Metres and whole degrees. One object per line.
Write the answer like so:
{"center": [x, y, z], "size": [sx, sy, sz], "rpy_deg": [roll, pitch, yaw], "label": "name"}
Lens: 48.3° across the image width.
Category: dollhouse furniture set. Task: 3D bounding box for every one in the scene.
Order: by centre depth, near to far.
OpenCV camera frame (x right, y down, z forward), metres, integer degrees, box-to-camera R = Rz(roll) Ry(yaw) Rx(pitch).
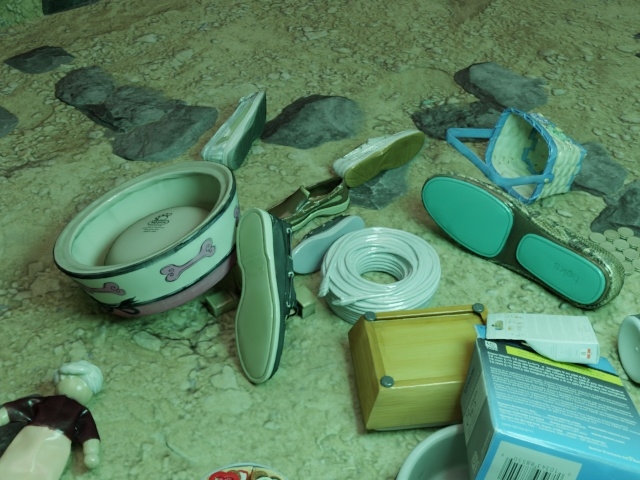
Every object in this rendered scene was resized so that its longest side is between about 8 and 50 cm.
{"center": [-0.126, 0.110, 1.491], "size": [0.182, 0.101, 0.161], "rpy_deg": [-25, 46, -25], "label": "dollhouse furniture set"}

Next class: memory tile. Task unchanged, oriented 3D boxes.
{"center": [0.701, 0.023, 1.641], "size": [0.113, 0.012, 0.148], "rpy_deg": [-12, 40, -12], "label": "memory tile"}

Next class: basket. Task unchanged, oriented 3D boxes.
{"center": [0.485, -0.215, 1.783], "size": [0.289, 0.201, 0.254], "rpy_deg": [-9, 41, -24], "label": "basket"}

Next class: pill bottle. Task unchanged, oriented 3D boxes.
{"center": [0.705, 0.194, 1.346], "size": [0.246, 0.130, 0.130], "rpy_deg": [-5, 40, -4], "label": "pill bottle"}

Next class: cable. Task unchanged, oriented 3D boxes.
{"center": [0.128, 0.076, 1.537], "size": [0.257, 0.089, 0.257], "rpy_deg": [3, 40, 4], "label": "cable"}

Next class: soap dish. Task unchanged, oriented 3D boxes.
{"center": [0.209, 0.227, 1.330], "size": [0.291, 0.118, 0.229], "rpy_deg": [-5, 40, -4], "label": "soap dish"}

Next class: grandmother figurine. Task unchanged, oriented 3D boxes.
{"center": [-0.479, 0.342, 1.239], "size": [0.208, 0.104, 0.342], "rpy_deg": [28, 38, -8], "label": "grandmother figurine"}

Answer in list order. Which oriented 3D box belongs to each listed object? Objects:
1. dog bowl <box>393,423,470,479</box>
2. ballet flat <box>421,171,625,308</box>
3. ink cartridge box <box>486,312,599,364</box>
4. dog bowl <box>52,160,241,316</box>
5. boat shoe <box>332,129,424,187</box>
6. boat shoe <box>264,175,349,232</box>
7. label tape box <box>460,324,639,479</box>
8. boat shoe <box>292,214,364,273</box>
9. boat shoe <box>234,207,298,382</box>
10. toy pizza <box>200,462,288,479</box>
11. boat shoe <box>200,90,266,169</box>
{"center": [0.263, 0.433, 1.098], "size": [0.349, 0.102, 0.348], "rpy_deg": [-1, 41, 0], "label": "dog bowl"}
{"center": [0.454, -0.012, 1.607], "size": [0.483, 0.164, 0.182], "rpy_deg": [33, 29, 27], "label": "ballet flat"}
{"center": [0.380, 0.168, 1.239], "size": [0.179, 0.045, 0.145], "rpy_deg": [-1, 11, 14], "label": "ink cartridge box"}
{"center": [-0.347, -0.002, 1.526], "size": [0.408, 0.150, 0.408], "rpy_deg": [-16, 32, 10], "label": "dog bowl"}
{"center": [0.153, -0.239, 1.901], "size": [0.277, 0.098, 0.096], "rpy_deg": [-26, 47, -25], "label": "boat shoe"}
{"center": [-0.049, -0.094, 1.737], "size": [0.257, 0.095, 0.095], "rpy_deg": [-23, 45, -24], "label": "boat shoe"}
{"center": [0.358, 0.274, 1.121], "size": [0.249, 0.115, 0.347], "rpy_deg": [15, 18, 2], "label": "label tape box"}
{"center": [0.000, 0.000, 1.645], "size": [0.228, 0.080, 0.076], "rpy_deg": [-36, 33, -30], "label": "boat shoe"}
{"center": [-0.096, 0.109, 1.417], "size": [0.113, 0.127, 0.340], "rpy_deg": [10, 68, -45], "label": "boat shoe"}
{"center": [-0.129, 0.442, 1.151], "size": [0.201, 0.032, 0.201], "rpy_deg": [-1, 40, 1], "label": "toy pizza"}
{"center": [-0.229, -0.319, 1.998], "size": [0.103, 0.118, 0.320], "rpy_deg": [13, 49, 10], "label": "boat shoe"}
